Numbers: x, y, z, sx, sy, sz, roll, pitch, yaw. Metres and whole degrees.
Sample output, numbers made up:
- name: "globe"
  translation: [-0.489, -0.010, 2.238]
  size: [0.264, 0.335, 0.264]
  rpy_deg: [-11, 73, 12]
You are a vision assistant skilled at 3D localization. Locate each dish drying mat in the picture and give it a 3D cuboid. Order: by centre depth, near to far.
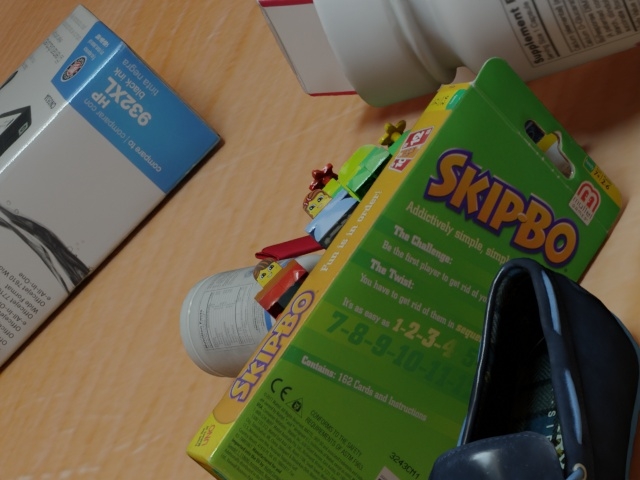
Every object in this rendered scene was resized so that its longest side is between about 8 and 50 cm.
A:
- name: "dish drying mat"
  translation: [0.000, 0.000, 0.970]
  size: [0.083, 0.008, 0.032]
  rpy_deg: [-15, 13, -29]

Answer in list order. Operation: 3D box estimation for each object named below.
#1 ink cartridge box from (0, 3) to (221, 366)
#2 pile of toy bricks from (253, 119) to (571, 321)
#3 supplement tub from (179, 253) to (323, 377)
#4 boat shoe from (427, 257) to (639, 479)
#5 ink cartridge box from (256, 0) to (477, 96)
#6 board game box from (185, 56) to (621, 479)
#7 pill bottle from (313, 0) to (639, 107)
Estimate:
- name: "ink cartridge box"
  translation: [-0.262, -0.048, 1.340]
  size: [0.307, 0.129, 0.223]
  rpy_deg: [-46, 26, 0]
- name: "pile of toy bricks"
  translation: [0.037, -0.019, 0.858]
  size: [0.212, 0.118, 0.105]
  rpy_deg: [-46, 45, -3]
- name: "supplement tub"
  translation: [-0.030, 0.049, 0.929]
  size: [0.107, 0.071, 0.071]
  rpy_deg: [-13, 41, 49]
- name: "boat shoe"
  translation: [0.077, 0.117, 0.650]
  size: [0.109, 0.089, 0.258]
  rpy_deg: [-29, 31, 31]
- name: "ink cartridge box"
  translation: [0.086, -0.220, 1.065]
  size: [0.172, 0.100, 0.237]
  rpy_deg: [1, 49, 32]
- name: "board game box"
  translation: [0.052, 0.039, 0.760]
  size: [0.259, 0.124, 0.039]
  rpy_deg: [-53, 26, -16]
- name: "pill bottle"
  translation: [0.141, -0.180, 0.830]
  size: [0.283, 0.160, 0.160]
  rpy_deg: [-17, 35, 18]
